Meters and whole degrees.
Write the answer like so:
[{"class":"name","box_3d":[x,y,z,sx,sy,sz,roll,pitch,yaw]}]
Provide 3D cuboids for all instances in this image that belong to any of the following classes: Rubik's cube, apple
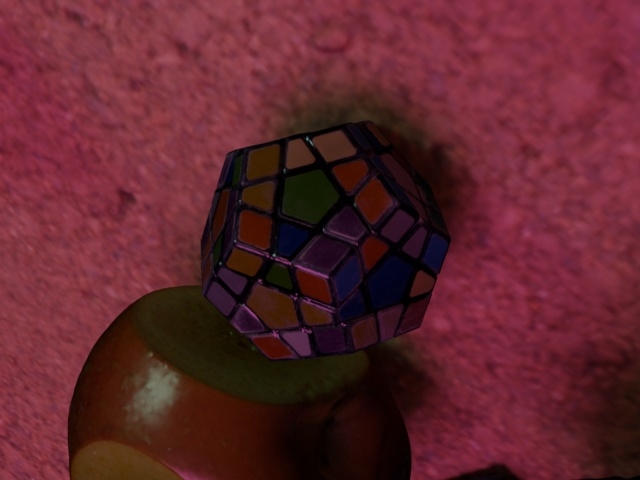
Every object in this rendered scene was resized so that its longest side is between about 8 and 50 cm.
[{"class":"Rubik's cube","box_3d":[0.000,0.000,0.438,0.111,0.111,0.093,-9,98,36]},{"class":"apple","box_3d":[-0.035,0.100,0.511,0.147,0.146,0.163,4,114,38]}]

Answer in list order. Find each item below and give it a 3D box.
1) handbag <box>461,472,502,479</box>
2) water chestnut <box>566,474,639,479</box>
[{"class":"handbag","box_3d":[0.119,0.243,0.606,0.229,0.062,0.179,47,136,-14]},{"class":"water chestnut","box_3d":[0.181,0.156,0.377,0.300,0.300,0.300,17,135,18]}]
